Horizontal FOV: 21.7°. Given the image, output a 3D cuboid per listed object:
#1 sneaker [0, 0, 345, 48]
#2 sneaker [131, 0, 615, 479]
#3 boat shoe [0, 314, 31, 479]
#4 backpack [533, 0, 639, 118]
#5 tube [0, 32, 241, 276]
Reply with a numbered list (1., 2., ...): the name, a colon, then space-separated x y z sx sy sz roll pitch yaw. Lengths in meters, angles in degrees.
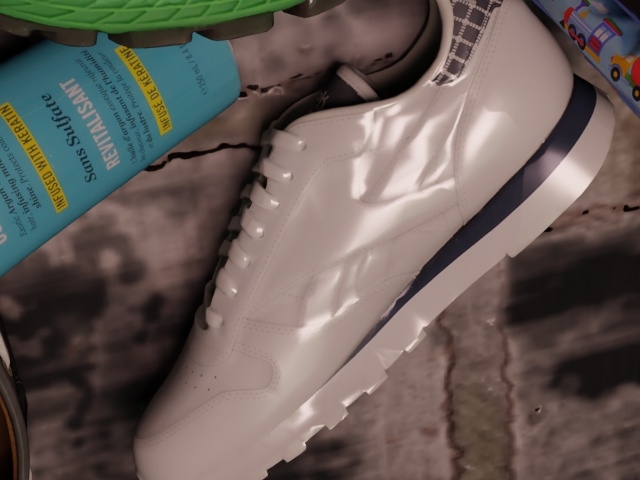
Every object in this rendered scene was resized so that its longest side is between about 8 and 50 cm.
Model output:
1. sneaker: 0.012 -0.185 0.488 0.343 0.134 0.146 -35 136 -6
2. sneaker: 0.000 0.000 0.638 0.095 0.090 0.235 41 98 -20
3. boat shoe: -0.158 0.010 0.585 0.084 0.079 0.233 -20 123 -4
4. backpack: 0.177 -0.114 0.583 0.173 0.158 0.117 -9 131 -27
5. tube: -0.120 -0.015 0.549 0.207 0.052 0.080 -37 107 -24
